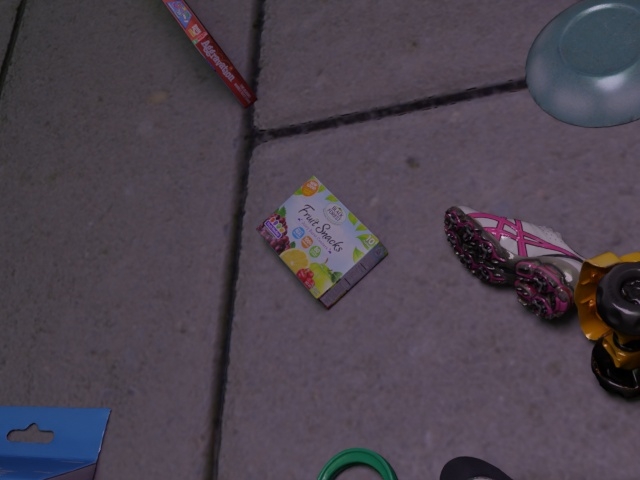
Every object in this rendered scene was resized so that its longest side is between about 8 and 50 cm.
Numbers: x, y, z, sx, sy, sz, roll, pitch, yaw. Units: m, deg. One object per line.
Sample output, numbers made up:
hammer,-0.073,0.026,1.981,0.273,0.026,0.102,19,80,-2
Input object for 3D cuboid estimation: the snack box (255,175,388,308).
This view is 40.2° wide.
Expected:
snack box,0.000,0.000,1.052,0.100,0.037,0.141,-42,53,-2

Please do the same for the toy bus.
toy bus,0.363,0.085,0.769,0.211,0.149,0.220,-27,51,-5

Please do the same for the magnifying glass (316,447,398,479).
magnifying glass,0.027,0.323,0.871,0.092,0.026,0.231,-3,61,25

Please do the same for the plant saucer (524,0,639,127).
plant saucer,0.330,-0.222,1.011,0.194,0.037,0.195,-13,58,21

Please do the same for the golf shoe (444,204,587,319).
golf shoe,0.211,0.012,0.932,0.086,0.068,0.186,-29,46,-26

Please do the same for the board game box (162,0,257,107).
board game box,-0.189,-0.316,1.255,0.027,0.145,0.281,-38,54,4

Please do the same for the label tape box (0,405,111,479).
label tape box,-0.408,0.342,1.026,0.240,0.106,0.334,-4,62,24

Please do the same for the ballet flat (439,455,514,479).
ballet flat,0.175,0.269,0.796,0.074,0.074,0.203,-41,53,1
